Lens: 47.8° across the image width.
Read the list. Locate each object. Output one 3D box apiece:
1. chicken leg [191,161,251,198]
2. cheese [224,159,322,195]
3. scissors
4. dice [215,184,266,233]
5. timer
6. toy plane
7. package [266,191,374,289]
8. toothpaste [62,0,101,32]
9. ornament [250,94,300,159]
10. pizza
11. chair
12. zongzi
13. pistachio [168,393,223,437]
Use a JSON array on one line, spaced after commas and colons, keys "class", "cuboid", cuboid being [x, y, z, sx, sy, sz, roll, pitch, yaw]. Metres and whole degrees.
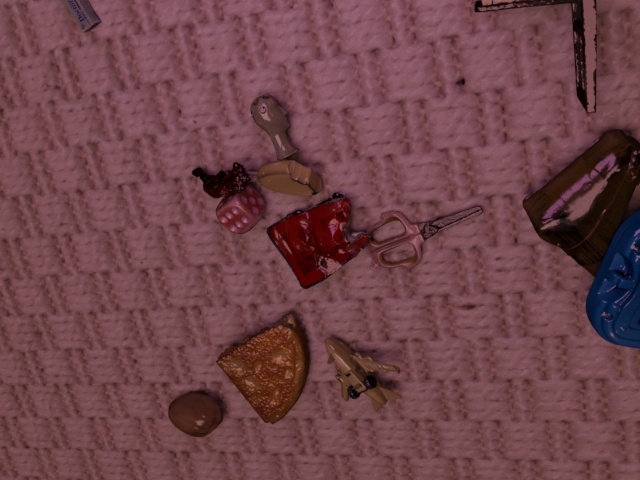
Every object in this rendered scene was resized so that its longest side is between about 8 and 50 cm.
[{"class": "chicken leg", "cuboid": [-0.247, -0.146, 1.788, 0.219, 0.048, 0.089, -2, 71, 44]}, {"class": "cheese", "cuboid": [-0.129, -0.155, 1.775, 0.256, 0.127, 0.050, 4, 69, 25]}, {"class": "scissors", "cuboid": [0.245, -0.019, 1.753, 0.318, 0.024, 0.160, -21, 103, 24]}, {"class": "dice", "cuboid": [-0.199, -0.079, 1.813, 0.094, 0.091, 0.093, 43, 129, -17]}, {"class": "timer", "cuboid": [0.756, 0.093, 1.555, 0.309, 0.115, 0.339, 9, 117, -8]}, {"class": "toy plane", "cuboid": [0.098, 0.354, 1.921, 0.244, 0.092, 0.229, 42, 131, -7]}, {"class": "package", "cuboid": [0.000, 0.000, 1.813, 0.270, 0.071, 0.194, -27, 88, 29]}, {"class": "toothpaste", "cuboid": [-0.601, -0.592, 1.760, 0.046, 0.034, 0.164, -24, 104, 28]}, {"class": "ornament", "cuboid": [-0.108, -0.274, 1.725, 0.081, 0.075, 0.156, -22, 103, 17]}, {"class": "pizza", "cuboid": [-0.113, 0.357, 1.988, 0.258, 0.087, 0.268, -29, 102, 21]}, {"class": "chair", "cuboid": [0.412, -0.467, 1.418, 0.241, 0.203, 0.415, -1, 110, 12]}, {"class": "zongzi", "cuboid": [0.635, -0.062, 1.573, 0.300, 0.145, 0.274, 37, 113, -20]}, {"class": "pistachio", "cuboid": [-0.372, 0.513, 2.123, 0.186, 0.108, 0.126, -3, 88, 25]}]
